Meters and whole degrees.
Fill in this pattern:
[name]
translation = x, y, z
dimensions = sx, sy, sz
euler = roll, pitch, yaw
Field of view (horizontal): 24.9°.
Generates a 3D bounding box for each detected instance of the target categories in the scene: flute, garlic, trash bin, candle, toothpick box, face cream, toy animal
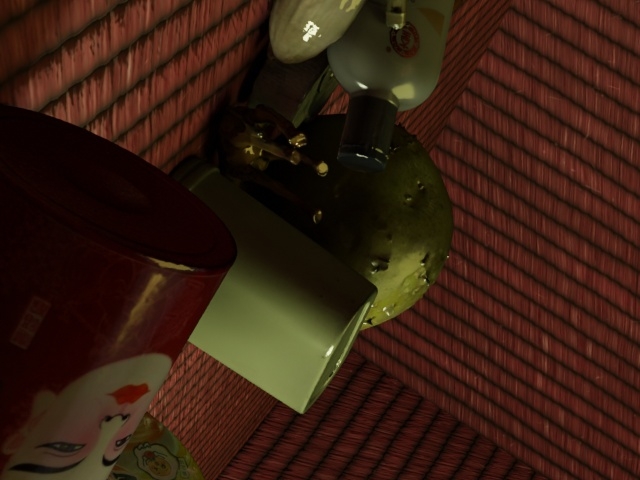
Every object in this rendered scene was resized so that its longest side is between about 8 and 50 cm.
[flute]
translation = 0.082, -0.331, 1.469
dimensions = 0.027, 0.027, 0.233
euler = -40, 136, -66
[garlic]
translation = 0.006, -0.257, 1.460
dimensions = 0.195, 0.087, 0.101
euler = -62, -176, 14
[trash bin]
translation = -0.079, 0.057, 1.588
dimensions = 0.121, 0.247, 0.243
euler = -50, 171, -32
[candle]
translation = -0.010, -0.206, 1.622
dimensions = 0.168, 0.068, 0.192
euler = -61, 175, 18
[toothpick box]
translation = -0.224, 0.099, 1.001
dimensions = 0.333, 0.204, 0.204
euler = -60, 172, 15
[face cream]
translation = 0.070, -0.216, 1.548
dimensions = 0.071, 0.144, 0.291
euler = -11, -119, 56
[toy animal]
translation = -0.076, -0.079, 1.584
dimensions = 0.054, 0.149, 0.275
euler = -44, -163, -25

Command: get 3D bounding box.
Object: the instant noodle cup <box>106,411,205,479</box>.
[instant noodle cup]
translation = -0.265, 0.304, 1.475
dimensions = 0.200, 0.264, 0.264
euler = -53, 175, 28

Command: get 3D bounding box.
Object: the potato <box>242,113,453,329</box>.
[potato]
translation = -0.003, -0.017, 1.769
dimensions = 0.359, 0.219, 0.270
euler = -15, -112, 53

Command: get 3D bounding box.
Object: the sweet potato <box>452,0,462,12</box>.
[sweet potato]
translation = 0.143, -0.342, 1.895
dimensions = 0.112, 0.112, 0.359
euler = -45, 163, -59
